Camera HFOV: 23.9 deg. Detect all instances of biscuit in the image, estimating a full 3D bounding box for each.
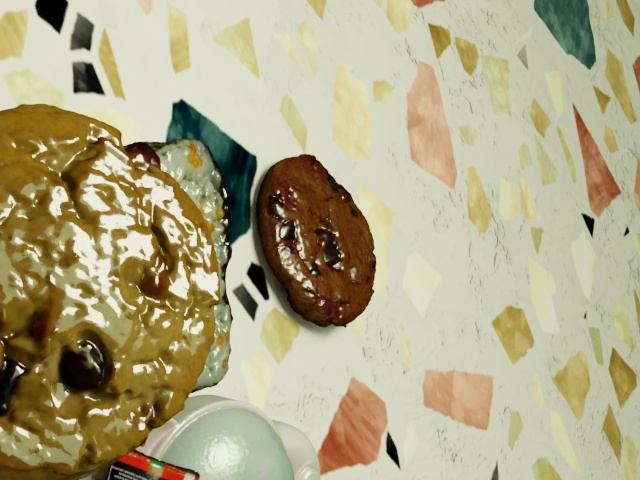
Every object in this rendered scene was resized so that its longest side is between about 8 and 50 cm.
[{"bbox_3d":[-0.204,0.039,1.117,0.296,0.075,0.295,5,80,-28],"label":"biscuit"},{"bbox_3d":[0.000,0.000,1.588,0.192,0.049,0.192,36,46,-50],"label":"biscuit"}]

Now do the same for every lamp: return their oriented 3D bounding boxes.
[{"bbox_3d":[-0.077,0.222,1.288,0.246,0.108,0.179,2,100,-54],"label":"lamp"}]

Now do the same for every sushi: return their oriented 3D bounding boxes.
[{"bbox_3d":[-0.148,0.023,1.280,0.136,0.126,0.225,8,72,-56],"label":"sushi"}]

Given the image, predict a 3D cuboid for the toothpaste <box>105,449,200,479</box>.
[{"bbox_3d":[-0.157,0.260,1.173,0.071,0.045,0.193,20,78,-7],"label":"toothpaste"}]
